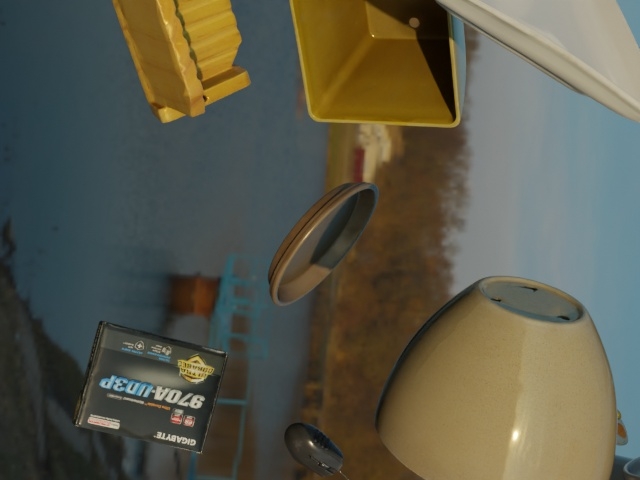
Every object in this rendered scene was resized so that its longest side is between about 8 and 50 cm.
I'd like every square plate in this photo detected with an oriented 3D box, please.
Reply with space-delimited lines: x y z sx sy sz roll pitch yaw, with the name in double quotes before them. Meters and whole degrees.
"square plate" 0.205 -0.290 1.218 0.049 0.347 0.344 -46 -148 32

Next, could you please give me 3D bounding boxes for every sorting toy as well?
"sorting toy" 0.357 0.246 1.506 0.083 0.075 0.045 8 -84 55

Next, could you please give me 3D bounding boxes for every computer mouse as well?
"computer mouse" 0.031 0.398 1.888 0.071 0.242 0.041 -44 -174 21

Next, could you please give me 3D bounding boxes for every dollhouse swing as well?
"dollhouse swing" -0.227 -0.421 2.086 0.305 0.315 0.347 9 -58 52

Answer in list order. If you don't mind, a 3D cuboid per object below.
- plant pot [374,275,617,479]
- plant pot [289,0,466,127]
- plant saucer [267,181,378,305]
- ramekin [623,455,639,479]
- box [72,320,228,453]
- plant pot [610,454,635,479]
"plant pot" 0.221 0.152 1.299 0.284 0.284 0.191 -82 -176 -71
"plant pot" 0.099 -0.293 1.512 0.187 0.212 0.212 -60 148 -49
"plant saucer" 0.000 0.000 2.007 0.278 0.041 0.278 -44 163 -17
"ramekin" 0.513 0.338 1.482 0.207 0.207 0.109 52 27 -88
"box" -0.280 0.242 1.857 0.051 0.220 0.175 178 -72 -70
"plant pot" 0.481 0.515 2.119 0.323 0.280 0.323 -61 173 -13
